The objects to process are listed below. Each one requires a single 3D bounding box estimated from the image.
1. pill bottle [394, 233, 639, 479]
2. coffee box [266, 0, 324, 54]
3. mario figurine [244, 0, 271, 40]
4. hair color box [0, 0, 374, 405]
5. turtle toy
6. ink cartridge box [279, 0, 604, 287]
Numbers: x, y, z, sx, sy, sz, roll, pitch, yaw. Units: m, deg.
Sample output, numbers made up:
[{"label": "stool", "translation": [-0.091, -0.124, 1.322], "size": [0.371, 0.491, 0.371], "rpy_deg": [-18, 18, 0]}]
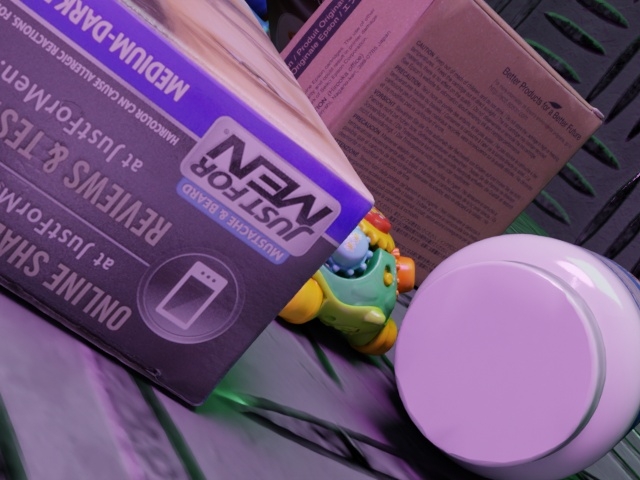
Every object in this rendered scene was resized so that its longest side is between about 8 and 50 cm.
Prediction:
[{"label": "pill bottle", "translation": [0.111, 0.060, 0.619], "size": [0.124, 0.124, 0.221], "rpy_deg": [44, 12, 18]}, {"label": "coffee box", "translation": [0.031, -0.154, 0.944], "size": [0.141, 0.098, 0.246], "rpy_deg": [48, -25, 39]}, {"label": "mario figurine", "translation": [-0.115, -0.293, 1.156], "size": [0.320, 0.170, 0.198], "rpy_deg": [32, 16, -47]}, {"label": "hair color box", "translation": [-0.109, -0.090, 0.521], "size": [0.185, 0.110, 0.339], "rpy_deg": [37, 13, -23]}, {"label": "turtle toy", "translation": [0.000, 0.000, 0.630], "size": [0.095, 0.066, 0.130], "rpy_deg": [28, 17, -50]}, {"label": "ink cartridge box", "translation": [0.070, -0.081, 0.860], "size": [0.235, 0.193, 0.088], "rpy_deg": [29, 16, -48]}]
